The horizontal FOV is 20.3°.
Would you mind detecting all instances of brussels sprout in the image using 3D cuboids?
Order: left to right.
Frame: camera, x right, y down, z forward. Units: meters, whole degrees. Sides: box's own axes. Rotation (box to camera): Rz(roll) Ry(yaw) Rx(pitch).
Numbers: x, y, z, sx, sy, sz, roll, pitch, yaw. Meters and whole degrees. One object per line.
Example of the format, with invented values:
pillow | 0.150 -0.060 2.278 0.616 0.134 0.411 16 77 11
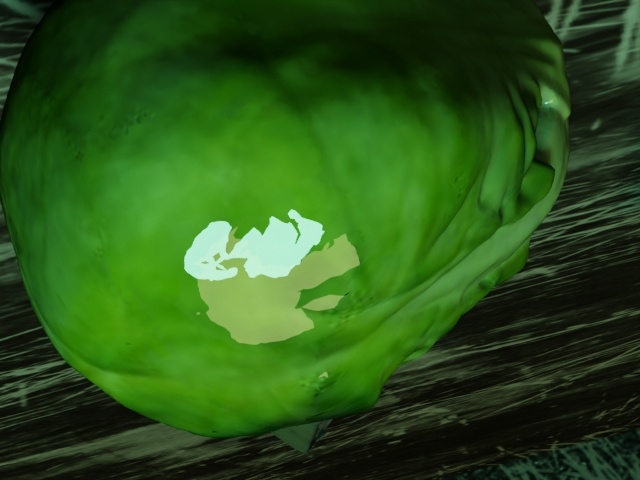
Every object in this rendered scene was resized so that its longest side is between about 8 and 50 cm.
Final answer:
brussels sprout | -0.007 -0.034 0.761 0.271 0.210 0.219 -16 146 -32

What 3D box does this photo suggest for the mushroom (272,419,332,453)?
mushroom | -0.009 0.071 1.285 0.117 0.141 0.188 23 154 -3
